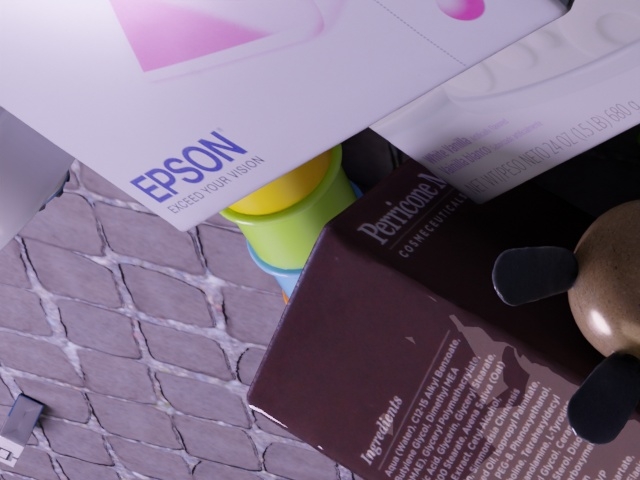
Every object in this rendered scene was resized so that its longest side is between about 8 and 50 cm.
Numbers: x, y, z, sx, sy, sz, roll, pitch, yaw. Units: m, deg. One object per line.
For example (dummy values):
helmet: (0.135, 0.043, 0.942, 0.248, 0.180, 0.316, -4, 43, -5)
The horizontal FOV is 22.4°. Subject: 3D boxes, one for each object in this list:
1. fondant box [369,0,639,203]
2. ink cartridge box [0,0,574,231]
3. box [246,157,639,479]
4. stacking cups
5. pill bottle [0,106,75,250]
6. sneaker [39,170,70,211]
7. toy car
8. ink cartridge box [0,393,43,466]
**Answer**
fondant box: (0.036, -0.173, 0.771, 0.330, 0.096, 0.238, 35, 147, -19)
ink cartridge box: (-0.102, -0.155, 0.730, 0.330, 0.071, 0.324, 34, 148, -21)
box: (0.174, 0.105, 0.915, 0.381, 0.191, 0.143, 29, 119, 12)
stacking cups: (0.000, 0.000, 1.083, 0.096, 0.096, 0.316, 5, 150, 25)
pill bottle: (-0.312, -0.144, 0.922, 0.361, 0.204, 0.204, 38, 145, -25)
sneaker: (-0.290, -0.078, 1.126, 0.237, 0.085, 0.086, 18, 154, 3)
toy car: (0.180, 0.014, 0.800, 0.155, 0.188, 0.149, 61, 158, 8)
ink cartridge box: (-0.298, 0.189, 1.578, 0.028, 0.048, 0.083, 26, 150, -8)
